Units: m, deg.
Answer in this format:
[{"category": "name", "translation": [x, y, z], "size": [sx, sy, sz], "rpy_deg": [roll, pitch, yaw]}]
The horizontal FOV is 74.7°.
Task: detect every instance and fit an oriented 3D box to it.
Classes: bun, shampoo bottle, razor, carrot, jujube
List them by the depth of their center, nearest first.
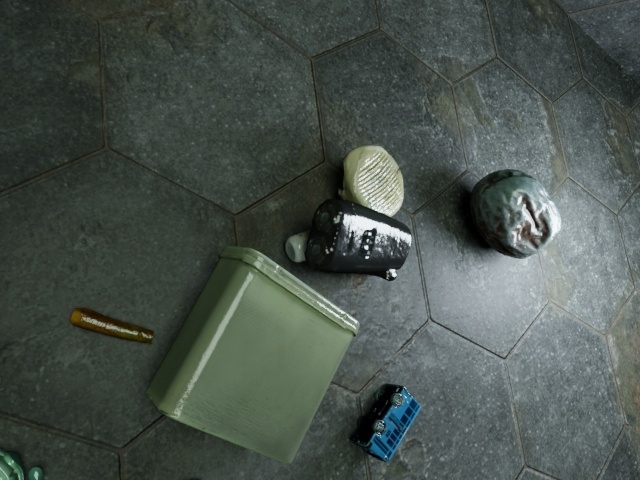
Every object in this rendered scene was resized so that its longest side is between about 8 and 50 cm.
[{"category": "carrot", "translation": [-0.437, 0.183, 0.888], "size": [0.170, 0.042, 0.042], "rpy_deg": [23, 69, -23]}, {"category": "razor", "translation": [0.105, 0.005, 1.104], "size": [0.326, 0.107, 0.189], "rpy_deg": [13, 96, -44]}, {"category": "shampoo bottle", "translation": [0.000, 0.000, 1.130], "size": [0.192, 0.074, 0.074], "rpy_deg": [-19, 87, -30]}, {"category": "bun", "translation": [0.136, -0.159, 1.211], "size": [0.237, 0.116, 0.210], "rpy_deg": [48, 63, -26]}, {"category": "jujube", "translation": [0.641, -0.081, 1.386], "size": [0.246, 0.215, 0.308], "rpy_deg": [-28, 107, 7]}]

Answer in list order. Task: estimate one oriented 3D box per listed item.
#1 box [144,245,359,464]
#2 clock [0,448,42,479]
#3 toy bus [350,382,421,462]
[{"category": "box", "translation": [-0.132, 0.246, 0.911], "size": [0.352, 0.177, 0.344], "rpy_deg": [39, 67, -30]}, {"category": "clock", "translation": [-0.603, 0.439, 0.731], "size": [0.188, 0.060, 0.148], "rpy_deg": [24, 69, -18]}, {"category": "toy bus", "translation": [0.173, 0.479, 1.099], "size": [0.106, 0.090, 0.185], "rpy_deg": [49, 62, -11]}]
